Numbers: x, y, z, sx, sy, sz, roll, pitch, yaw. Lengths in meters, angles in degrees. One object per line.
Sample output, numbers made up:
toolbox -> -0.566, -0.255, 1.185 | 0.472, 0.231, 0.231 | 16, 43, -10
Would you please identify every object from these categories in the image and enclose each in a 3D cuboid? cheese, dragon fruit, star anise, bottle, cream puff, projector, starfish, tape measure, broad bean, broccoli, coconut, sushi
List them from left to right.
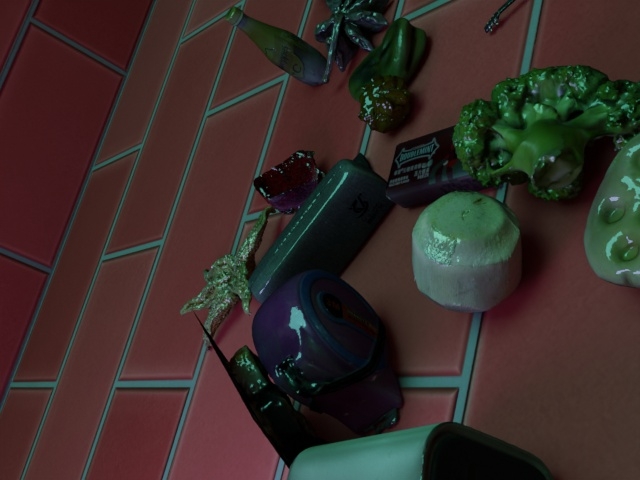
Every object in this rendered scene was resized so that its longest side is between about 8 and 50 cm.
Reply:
starfish -> -0.199, 0.110, 1.865 | 0.293, 0.084, 0.302 | -41, 34, 37
bottle -> -0.099, -0.441, 1.961 | 0.083, 0.269, 0.083 | -36, 40, 38
sushi -> -0.058, 0.274, 1.376 | 0.068, 0.320, 0.339 | -33, 30, -7
dragon fruit -> -0.057, -0.111, 1.835 | 0.147, 0.096, 0.102 | -27, 48, -2
tape measure -> 0.004, 0.175, 1.387 | 0.149, 0.231, 0.245 | -43, 32, 27
star anise -> 0.058, -0.466, 1.920 | 0.209, 0.089, 0.231 | -15, 56, 38
cream puff -> 0.121, -0.266, 1.670 | 0.122, 0.094, 0.116 | 16, 93, 41
broad bean -> 0.135, -0.355, 1.765 | 0.207, 0.072, 0.153 | -45, 33, 43
projector -> 0.117, 0.374, 1.048 | 0.249, 0.248, 0.248 | -24, 48, 45
coconut -> 0.215, 0.023, 1.268 | 0.170, 0.183, 0.171 | -5, 46, 5
broccoli -> 0.340, -0.128, 1.193 | 0.254, 0.186, 0.302 | -22, 32, -8
cheese -> 0.430, -0.030, 1.033 | 0.235, 0.117, 0.218 | -50, 36, 21

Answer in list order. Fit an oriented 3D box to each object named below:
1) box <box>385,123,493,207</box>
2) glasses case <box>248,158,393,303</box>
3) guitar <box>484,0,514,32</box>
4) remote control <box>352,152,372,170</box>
box -> 0.212, -0.131, 1.472 | 0.224, 0.069, 0.120 | -11, 57, 53
glasses case -> 0.000, 0.000, 1.613 | 0.323, 0.131, 0.074 | -52, 36, 15
guitar -> 0.375, -0.448, 1.519 | 0.233, 0.025, 0.088 | -43, 37, 30
remote control -> 0.015, -0.073, 1.750 | 0.245, 0.025, 0.063 | -46, 36, 23
